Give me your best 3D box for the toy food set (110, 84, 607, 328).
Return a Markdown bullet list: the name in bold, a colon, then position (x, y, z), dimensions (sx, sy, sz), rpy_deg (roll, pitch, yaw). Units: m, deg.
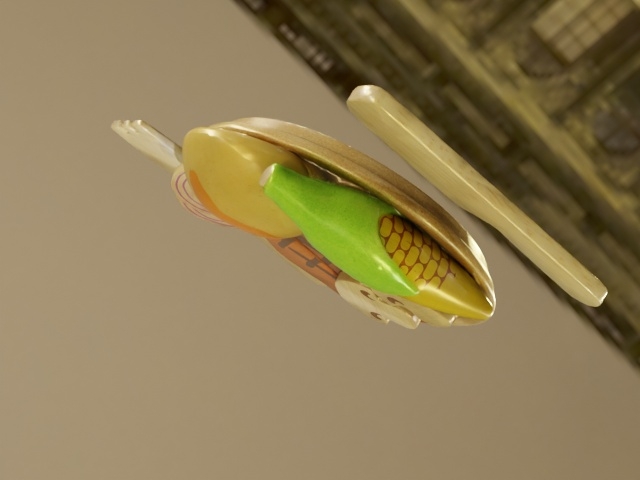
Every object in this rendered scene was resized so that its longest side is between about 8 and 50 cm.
- **toy food set**: position (0.000, 0.000, 0.616), dimensions (0.132, 0.038, 0.192), rpy_deg (38, 162, -25)
